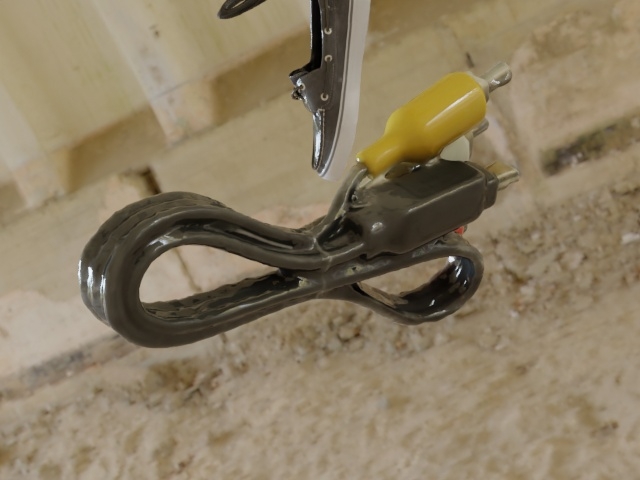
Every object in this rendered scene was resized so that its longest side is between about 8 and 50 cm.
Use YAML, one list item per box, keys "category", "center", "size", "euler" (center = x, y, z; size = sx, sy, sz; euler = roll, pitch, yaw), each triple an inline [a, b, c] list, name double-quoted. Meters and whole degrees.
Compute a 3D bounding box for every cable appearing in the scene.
- category: "cable"
  center: [0.000, 0.000, 0.538]
  size: [0.287, 0.140, 0.072]
  euler: [-19, 41, -35]

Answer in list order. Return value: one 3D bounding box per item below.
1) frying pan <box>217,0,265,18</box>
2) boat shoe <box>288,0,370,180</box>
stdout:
- category: "frying pan"
  center: [0.057, -0.324, 1.143]
  size: [0.197, 0.053, 0.326]
  euler: [24, 69, 35]
- category: "boat shoe"
  center: [0.003, -0.179, 1.132]
  size: [0.076, 0.229, 0.080]
  euler: [4, 18, -12]
